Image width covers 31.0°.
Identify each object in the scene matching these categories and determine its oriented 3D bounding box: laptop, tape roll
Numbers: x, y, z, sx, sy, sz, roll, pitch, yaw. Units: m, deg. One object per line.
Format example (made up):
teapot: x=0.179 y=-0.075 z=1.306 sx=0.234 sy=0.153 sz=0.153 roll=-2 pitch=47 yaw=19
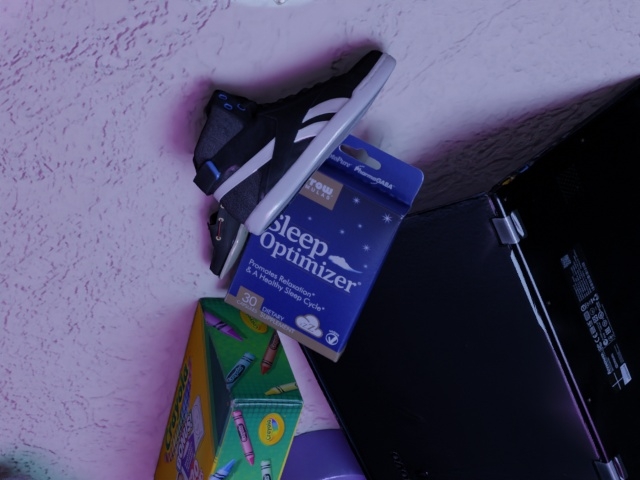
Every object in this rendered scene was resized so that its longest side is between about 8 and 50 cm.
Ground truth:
laptop: x=0.221 y=0.083 z=1.276 sx=0.408 sy=0.236 sz=0.381 roll=-35 pitch=111 yaw=-27
tape roll: x=0.001 y=0.328 z=1.424 sx=0.189 sy=0.080 sz=0.189 roll=-10 pitch=128 yaw=-13

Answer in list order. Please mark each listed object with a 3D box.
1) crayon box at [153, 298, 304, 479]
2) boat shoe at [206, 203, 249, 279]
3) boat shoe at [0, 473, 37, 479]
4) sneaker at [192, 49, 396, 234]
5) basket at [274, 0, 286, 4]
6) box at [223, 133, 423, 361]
crayon box: x=-0.106 y=0.222 z=1.252 sx=0.081 sy=0.165 sz=0.278 roll=3 pitch=123 yaw=-22
boat shoe: x=-0.091 y=-0.016 z=1.164 sx=0.042 sy=0.049 sz=0.133 roll=24 pitch=129 yaw=4
boat shoe: x=-0.289 y=0.369 z=1.347 sx=0.118 sy=0.103 sz=0.320 roll=0 pitch=133 yaw=31
sneaker: x=-0.035 y=-0.123 z=1.081 sx=0.121 sy=0.079 sz=0.217 roll=39 pitch=79 yaw=2
basket: x=-0.034 y=-0.280 z=0.909 sx=0.103 sy=0.167 sz=0.113 roll=-33 pitch=129 yaw=12
box: x=0.000 y=0.000 z=1.163 sx=0.136 sy=0.036 sz=0.225 roll=28 pitch=117 yaw=9
